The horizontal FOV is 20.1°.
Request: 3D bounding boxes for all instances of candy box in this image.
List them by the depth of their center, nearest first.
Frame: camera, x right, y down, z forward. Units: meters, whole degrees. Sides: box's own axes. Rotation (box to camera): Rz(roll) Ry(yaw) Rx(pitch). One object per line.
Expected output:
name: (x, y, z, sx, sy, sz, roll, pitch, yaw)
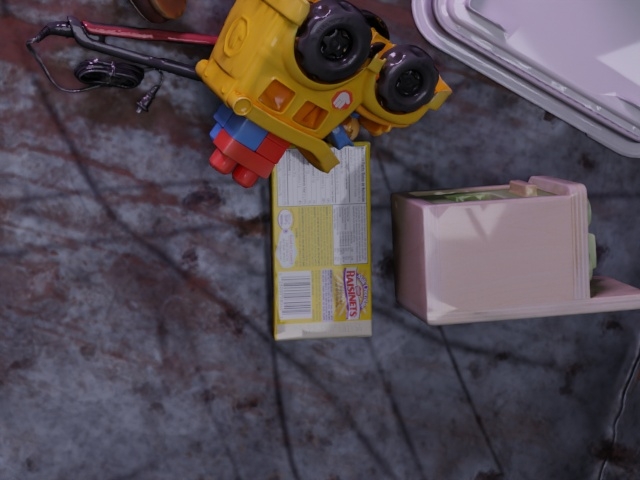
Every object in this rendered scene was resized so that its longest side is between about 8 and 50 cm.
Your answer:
candy box: (0.000, 0.000, 1.876, 0.105, 0.027, 0.206, -2, 98, -12)

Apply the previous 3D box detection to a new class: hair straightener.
hair straightener: (-0.181, -0.171, 1.809, 0.230, 0.047, 0.089, 6, 97, -16)

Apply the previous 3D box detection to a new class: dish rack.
dish rack: (0.291, -0.268, 1.874, 0.333, 0.072, 0.285, 28, 92, -11)

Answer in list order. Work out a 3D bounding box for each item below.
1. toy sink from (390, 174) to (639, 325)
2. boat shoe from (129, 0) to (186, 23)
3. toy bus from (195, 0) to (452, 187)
toy sink: (0.202, 0.004, 1.850, 0.234, 0.153, 0.131, -4, 97, -9)
boat shoe: (-0.200, -0.309, 1.785, 0.073, 0.073, 0.207, -17, 98, 30)
toy bus: (-0.013, -0.141, 1.782, 0.220, 0.149, 0.211, 26, 100, -34)
